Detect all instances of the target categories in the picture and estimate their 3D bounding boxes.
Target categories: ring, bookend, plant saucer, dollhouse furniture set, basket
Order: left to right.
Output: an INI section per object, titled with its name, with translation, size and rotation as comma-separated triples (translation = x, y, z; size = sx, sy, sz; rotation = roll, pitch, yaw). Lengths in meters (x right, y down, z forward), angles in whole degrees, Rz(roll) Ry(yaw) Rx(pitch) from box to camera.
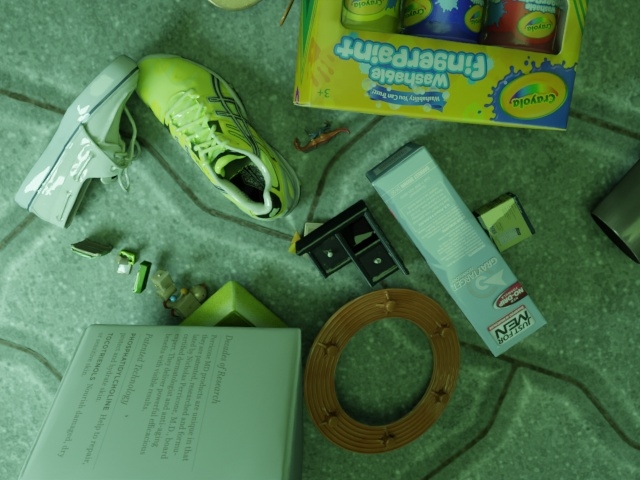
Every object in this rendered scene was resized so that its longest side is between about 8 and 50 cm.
[dollhouse furniture set]
translation = -0.408, 0.049, 1.213
size = 0.151, 0.076, 0.059
rotation = 18, 101, -3
[plant saucer]
translation = -0.173, 0.198, 1.219
size = 0.188, 0.045, 0.188
rotation = -41, 120, 8
[bookend]
translation = 0.058, 0.032, 1.191
size = 0.157, 0.072, 0.156
rotation = -32, 105, 6
[ring]
translation = 0.129, 0.256, 1.200
size = 0.336, 0.032, 0.337
rotation = -4, 101, -22
[basket]
translation = 0.621, -0.078, 1.128
size = 0.227, 0.154, 0.204
rotation = -41, 97, 12

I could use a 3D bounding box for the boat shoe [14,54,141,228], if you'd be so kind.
[boat shoe]
translation = -0.399, -0.153, 1.132
size = 0.156, 0.136, 0.367
rotation = 38, 111, -13

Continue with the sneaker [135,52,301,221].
[sneaker]
translation = -0.183, -0.192, 1.123
size = 0.384, 0.147, 0.145
rotation = 43, 101, -4

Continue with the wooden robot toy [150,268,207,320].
[wooden robot toy]
translation = -0.263, 0.110, 1.235
size = 0.079, 0.076, 0.173
rotation = -50, 125, -28

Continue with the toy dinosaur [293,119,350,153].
[toy dinosaur]
translation = -0.007, -0.191, 1.158
size = 0.082, 0.090, 0.047
rotation = -43, 114, -35

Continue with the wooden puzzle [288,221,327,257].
[wooden puzzle]
translation = 0.000, 0.000, 1.223
size = 0.116, 0.014, 0.079
rotation = 10, 105, -6

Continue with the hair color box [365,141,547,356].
[hair color box]
translation = 0.236, 0.007, 1.132
size = 0.113, 0.185, 0.374
rotation = -36, 98, 7

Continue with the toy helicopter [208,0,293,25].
[toy helicopter]
translation = -0.065, -0.532, 1.059
size = 0.355, 0.140, 0.235
rotation = -42, 102, 8

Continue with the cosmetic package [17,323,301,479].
[cosmetic package]
translation = -0.232, 0.374, 1.097
size = 0.393, 0.327, 0.329
rotation = 1, 128, 1

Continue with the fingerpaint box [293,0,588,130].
[fingerpaint box]
translation = 0.198, -0.384, 1.022
size = 0.444, 0.163, 0.371
rotation = 4, 102, -13

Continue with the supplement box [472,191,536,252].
[supplement box]
translation = 0.346, -0.034, 1.187
size = 0.083, 0.056, 0.083
rotation = -29, 99, 7
